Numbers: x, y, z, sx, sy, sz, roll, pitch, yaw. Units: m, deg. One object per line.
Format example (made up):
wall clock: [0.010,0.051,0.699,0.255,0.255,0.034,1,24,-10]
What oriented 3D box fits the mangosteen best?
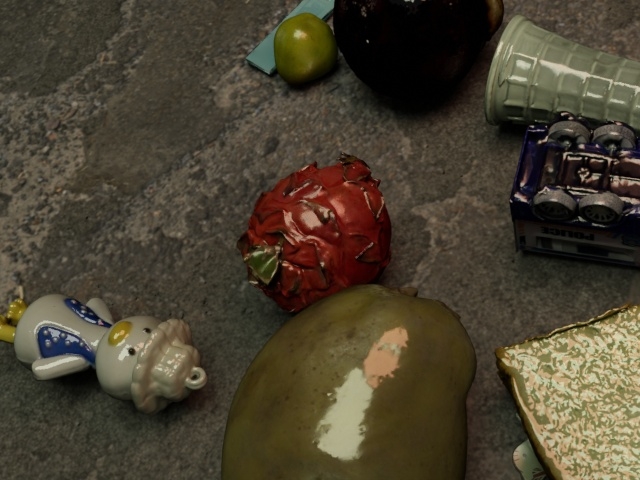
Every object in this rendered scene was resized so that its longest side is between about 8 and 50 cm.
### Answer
mangosteen: [0.140,-0.294,1.448,0.250,0.211,0.211,-18,49,-35]

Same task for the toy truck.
toy truck: [0.356,-0.040,1.242,0.268,0.155,0.124,10,62,17]

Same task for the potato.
potato: [0.028,0.203,1.134,0.243,0.221,0.326,0,70,25]

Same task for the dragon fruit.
dragon fruit: [0.000,0.000,1.304,0.172,0.172,0.209,31,62,29]

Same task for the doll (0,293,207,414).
doll: [-0.264,0.128,1.324,0.293,0.119,0.138,15,41,23]

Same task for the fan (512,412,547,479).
fan: [0.229,0.222,1.197,0.056,0.004,0.083,-24,56,-1]

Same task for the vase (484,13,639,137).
vase: [0.361,-0.168,1.333,0.299,0.143,0.143,19,65,21]

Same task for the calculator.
calculator: [-0.035,-0.306,1.594,0.057,0.018,0.172,32,71,31]

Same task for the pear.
pear: [-0.026,-0.262,1.525,0.092,0.092,0.097,37,91,31]

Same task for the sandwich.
sandwich: [0.336,0.172,1.149,0.251,0.087,0.226,-22,55,1]
